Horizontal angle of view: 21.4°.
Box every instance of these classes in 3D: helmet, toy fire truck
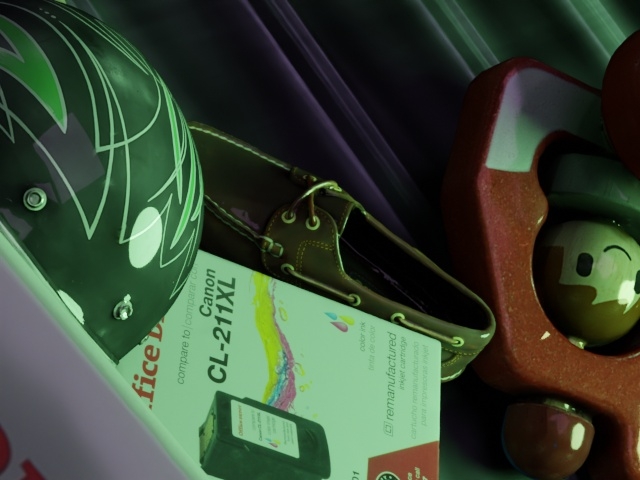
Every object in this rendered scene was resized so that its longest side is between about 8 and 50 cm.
[{"bbox_3d":[-0.130,-0.022,0.710,0.169,0.161,0.169,-14,90,-78],"label":"helmet"},{"bbox_3d":[0.203,0.032,0.964,0.302,0.169,0.254,22,69,-21],"label":"toy fire truck"}]

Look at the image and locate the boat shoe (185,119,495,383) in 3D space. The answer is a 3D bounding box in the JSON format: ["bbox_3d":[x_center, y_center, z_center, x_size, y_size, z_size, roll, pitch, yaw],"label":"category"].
[{"bbox_3d":[0.000,0.000,0.887,0.207,0.073,0.073,35,49,-10],"label":"boat shoe"}]

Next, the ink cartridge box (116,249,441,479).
[{"bbox_3d":[-0.035,0.087,0.802,0.175,0.072,0.127,21,51,-23],"label":"ink cartridge box"}]

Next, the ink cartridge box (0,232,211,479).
[{"bbox_3d":[-0.219,0.147,0.449,0.395,0.166,0.285,-40,87,-14],"label":"ink cartridge box"}]

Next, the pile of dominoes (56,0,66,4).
[{"bbox_3d":[-0.209,-0.170,0.844,0.196,0.040,0.251,33,34,-47],"label":"pile of dominoes"}]
